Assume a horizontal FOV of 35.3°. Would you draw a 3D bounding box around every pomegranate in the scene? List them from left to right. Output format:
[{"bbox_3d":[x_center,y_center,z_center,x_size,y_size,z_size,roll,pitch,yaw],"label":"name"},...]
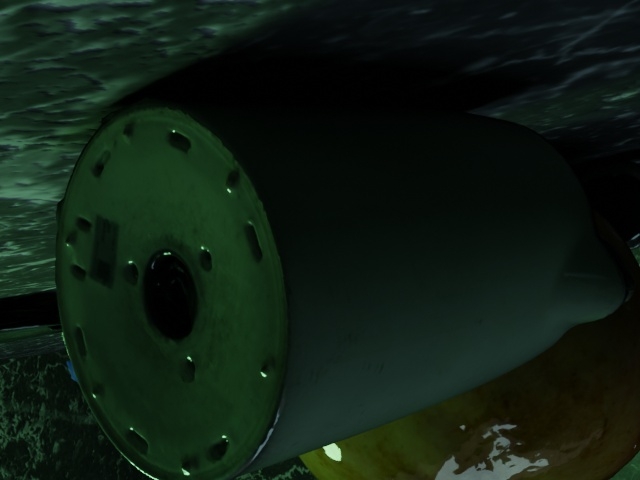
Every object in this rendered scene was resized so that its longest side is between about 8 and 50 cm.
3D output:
[{"bbox_3d":[0.122,0.080,0.876,0.338,0.338,0.338,-10,175,-1],"label":"pomegranate"}]

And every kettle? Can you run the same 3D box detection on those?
[{"bbox_3d":[0.000,0.000,0.525,0.255,0.165,0.240,-11,-154,-44],"label":"kettle"}]

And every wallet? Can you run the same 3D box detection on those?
[{"bbox_3d":[-0.420,0.113,1.353,0.172,0.045,0.318,-7,175,-9],"label":"wallet"}]

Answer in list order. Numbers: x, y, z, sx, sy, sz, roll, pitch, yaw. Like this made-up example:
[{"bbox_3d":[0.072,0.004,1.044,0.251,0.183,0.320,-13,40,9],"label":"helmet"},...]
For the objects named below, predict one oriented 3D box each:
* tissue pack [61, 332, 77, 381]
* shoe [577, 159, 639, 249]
[{"bbox_3d":[-0.262,0.151,1.553,0.209,0.137,0.269,-5,173,-33],"label":"tissue pack"},{"bbox_3d":[0.251,-0.022,1.003,0.112,0.099,0.227,-15,179,-44],"label":"shoe"}]
